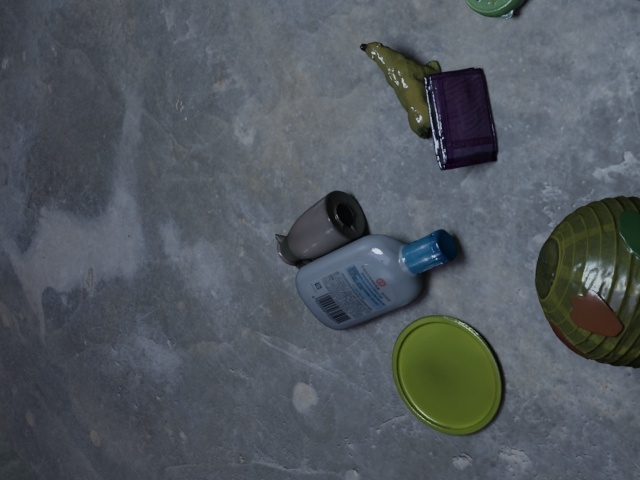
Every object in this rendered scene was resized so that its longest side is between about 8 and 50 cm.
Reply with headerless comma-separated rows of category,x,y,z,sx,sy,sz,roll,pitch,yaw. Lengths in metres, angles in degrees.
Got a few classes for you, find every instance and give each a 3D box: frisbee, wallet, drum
frisbee,0.238,0.256,1.378,0.236,0.017,0.236,9,105,36
wallet,0.241,-0.208,1.228,0.030,0.111,0.166,-173,72,-74
drum,0.326,-0.465,1.139,0.253,0.049,0.130,-45,72,35

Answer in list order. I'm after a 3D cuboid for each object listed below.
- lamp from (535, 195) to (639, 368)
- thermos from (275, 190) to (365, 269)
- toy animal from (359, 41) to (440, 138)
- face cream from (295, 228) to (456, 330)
lamp,0.458,0.063,1.045,0.284,0.250,0.250,8,108,-4
thermos,0.000,0.000,1.466,0.137,0.105,0.193,43,132,-15
toy animal,0.159,-0.268,1.278,0.103,0.101,0.218,-33,79,39
face cream,0.107,0.066,1.382,0.337,0.080,0.163,-28,108,38
